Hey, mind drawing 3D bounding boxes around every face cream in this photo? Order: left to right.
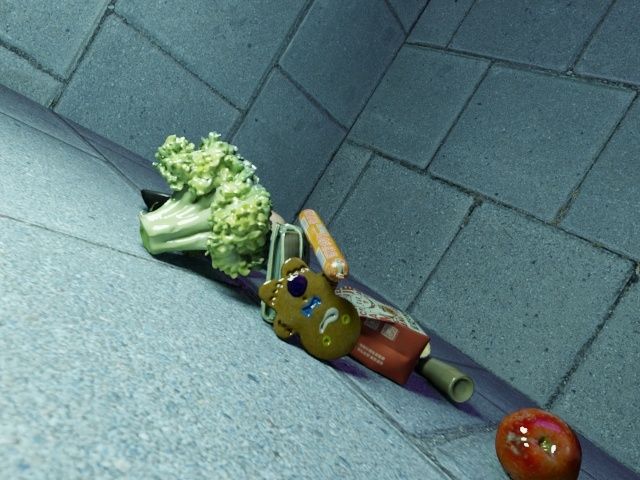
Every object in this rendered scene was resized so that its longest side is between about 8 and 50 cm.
[{"bbox_3d":[0.354,0.407,1.365,0.137,0.084,0.341,29,-5,-13],"label":"face cream"}]

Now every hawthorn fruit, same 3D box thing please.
[{"bbox_3d":[0.445,0.431,0.893,0.173,0.172,0.173,32,2,-1],"label":"hawthorn fruit"}]

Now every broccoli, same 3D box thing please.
[{"bbox_3d":[-0.267,-0.046,0.992,0.281,0.293,0.347,-18,68,-35],"label":"broccoli"}]

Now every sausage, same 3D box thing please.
[{"bbox_3d":[0.000,0.000,0.993,0.053,0.053,0.348,31,14,-25],"label":"sausage"}]

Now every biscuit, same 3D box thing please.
[{"bbox_3d":[-0.014,0.147,0.909,0.236,0.180,0.039,44,-20,-6],"label":"biscuit"}]

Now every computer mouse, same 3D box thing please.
[{"bbox_3d":[-0.462,-0.105,1.310,0.147,0.088,0.264,13,5,-7],"label":"computer mouse"}]

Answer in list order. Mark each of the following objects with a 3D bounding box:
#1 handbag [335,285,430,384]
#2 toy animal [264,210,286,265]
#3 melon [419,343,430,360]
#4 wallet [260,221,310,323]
[{"bbox_3d":[0.112,0.223,1.119,0.298,0.151,0.171,28,7,-9],"label":"handbag"},{"bbox_3d":[-0.237,-0.041,1.493,0.256,0.213,0.195,24,46,-5],"label":"toy animal"},{"bbox_3d":[0.273,0.346,1.364,0.160,0.079,0.128,-6,32,-35],"label":"melon"},{"bbox_3d":[-0.081,0.071,1.080,0.077,0.223,0.309,8,-1,5],"label":"wallet"}]
